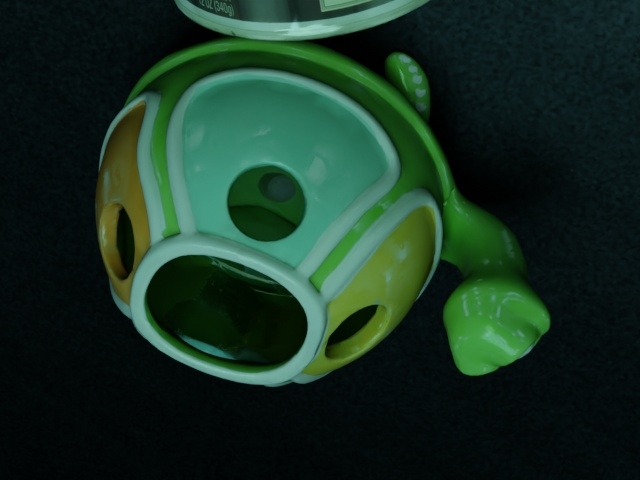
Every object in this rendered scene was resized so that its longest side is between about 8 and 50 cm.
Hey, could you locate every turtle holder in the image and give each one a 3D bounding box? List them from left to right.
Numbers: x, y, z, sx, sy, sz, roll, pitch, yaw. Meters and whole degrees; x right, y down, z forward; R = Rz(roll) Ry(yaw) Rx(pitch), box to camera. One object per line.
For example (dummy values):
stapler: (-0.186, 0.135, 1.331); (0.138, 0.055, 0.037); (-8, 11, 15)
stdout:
turtle holder: (-0.017, 0.006, 1.421); (0.320, 0.227, 0.243); (41, 124, -16)

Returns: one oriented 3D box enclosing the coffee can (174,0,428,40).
coffee can: (-0.020, -0.292, 1.215); (0.201, 0.201, 0.275); (0, 126, 14)
